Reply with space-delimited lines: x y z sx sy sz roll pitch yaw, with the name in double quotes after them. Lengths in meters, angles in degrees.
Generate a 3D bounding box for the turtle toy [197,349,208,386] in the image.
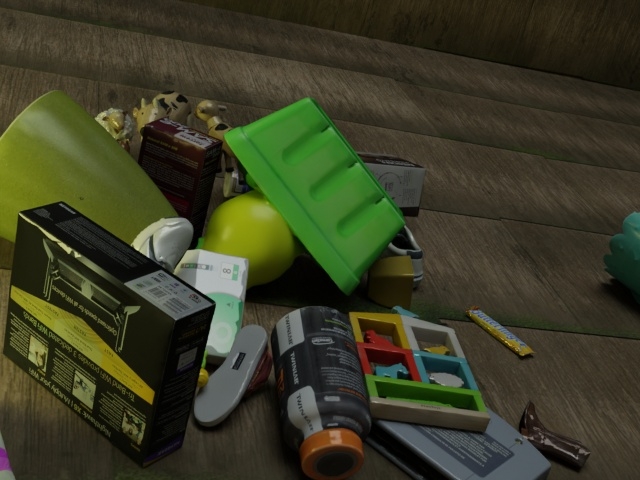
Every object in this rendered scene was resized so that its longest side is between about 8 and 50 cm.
-0.225 0.188 1.354 0.130 0.066 0.095 -26 22 -8 "turtle toy"

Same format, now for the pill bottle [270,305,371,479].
0.002 0.223 1.341 0.131 0.130 0.245 8 39 -16 "pill bottle"

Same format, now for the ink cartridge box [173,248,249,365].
-0.234 0.096 1.474 0.225 0.056 0.181 12 60 -13 "ink cartridge box"

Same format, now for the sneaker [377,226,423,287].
0.147 -0.002 1.931 0.094 0.091 0.258 0 29 -30 "sneaker"

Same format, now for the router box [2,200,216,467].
-0.299 0.122 1.266 0.309 0.242 0.081 31 30 26 "router box"

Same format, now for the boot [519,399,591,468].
0.381 0.315 1.504 0.114 0.037 0.106 16 39 8 "boot"

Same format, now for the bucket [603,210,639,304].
0.783 0.027 2.042 0.281 0.281 0.183 -9 44 -40 "bucket"

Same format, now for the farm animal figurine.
-0.313 -0.232 1.953 0.330 0.172 0.326 -5 28 -9 "farm animal figurine"

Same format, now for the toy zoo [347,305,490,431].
0.146 0.195 1.500 0.192 0.030 0.293 10 26 -12 "toy zoo"

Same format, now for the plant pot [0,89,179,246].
-0.398 -0.065 1.597 0.294 0.274 0.275 33 27 -1 "plant pot"

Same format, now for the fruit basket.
-0.072 -0.042 1.713 0.392 0.392 0.283 16 9 0 "fruit basket"

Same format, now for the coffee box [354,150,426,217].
0.064 -0.133 2.076 0.297 0.118 0.168 3 14 -25 "coffee box"

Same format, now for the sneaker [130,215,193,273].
-0.243 0.079 1.391 0.153 0.094 0.235 29 66 36 "sneaker"

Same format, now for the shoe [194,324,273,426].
-0.124 0.217 1.387 0.064 0.081 0.178 14 53 22 "shoe"

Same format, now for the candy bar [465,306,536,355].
0.343 0.175 1.780 0.040 0.018 0.161 -8 36 -40 "candy bar"

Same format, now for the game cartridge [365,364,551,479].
0.190 0.299 1.413 0.297 0.062 0.198 33 27 31 "game cartridge"

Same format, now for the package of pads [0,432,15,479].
-0.501 0.241 1.081 0.229 0.101 0.296 0 29 -32 "package of pads"

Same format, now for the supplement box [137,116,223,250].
-0.272 -0.090 1.698 0.130 0.239 0.073 23 26 14 "supplement box"

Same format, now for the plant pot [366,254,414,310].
0.132 0.080 1.782 0.083 0.081 0.081 3 27 -3 "plant pot"

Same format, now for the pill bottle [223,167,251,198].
-0.148 -0.119 2.021 0.120 0.067 0.067 8 27 -17 "pill bottle"
